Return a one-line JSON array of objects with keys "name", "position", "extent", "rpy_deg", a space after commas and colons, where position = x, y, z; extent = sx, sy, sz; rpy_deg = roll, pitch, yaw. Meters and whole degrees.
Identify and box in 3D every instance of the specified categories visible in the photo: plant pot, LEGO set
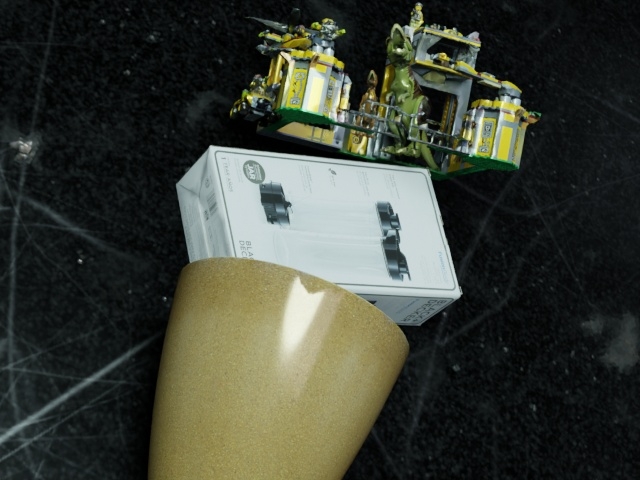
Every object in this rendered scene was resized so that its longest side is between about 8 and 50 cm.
[{"name": "plant pot", "position": [-0.064, 0.183, 1.436], "extent": [0.237, 0.237, 0.254], "rpy_deg": [27, 66, -18]}, {"name": "LEGO set", "position": [0.079, -0.195, 1.702], "extent": [0.331, 0.255, 0.192], "rpy_deg": [12, 83, -8]}]

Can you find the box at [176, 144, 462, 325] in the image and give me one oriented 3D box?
[{"name": "box", "position": [0.000, 0.000, 1.659], "extent": [0.290, 0.087, 0.169], "rpy_deg": [3, 61, -33]}]
